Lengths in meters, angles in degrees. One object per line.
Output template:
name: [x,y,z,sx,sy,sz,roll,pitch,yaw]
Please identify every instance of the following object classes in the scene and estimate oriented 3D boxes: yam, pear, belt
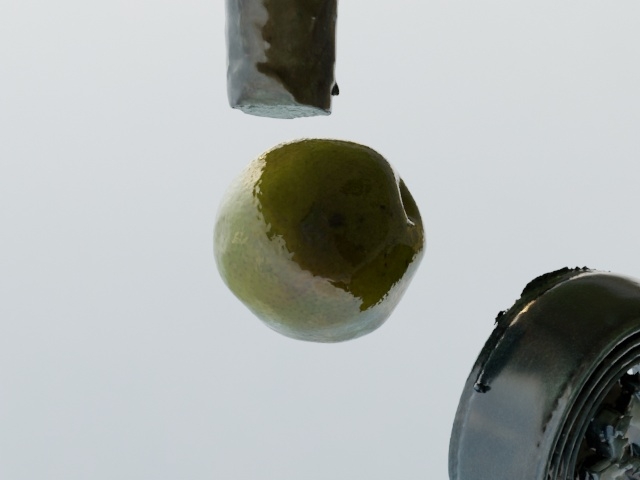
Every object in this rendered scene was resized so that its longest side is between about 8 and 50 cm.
yam: [-0.016,-0.187,0.722,0.061,0.061,0.274,-2,-85,-45]
pear: [0.000,0.000,1.142,0.141,0.141,0.104,41,179,0]
belt: [0.203,0.137,1.196,0.116,0.206,0.267,27,174,44]
